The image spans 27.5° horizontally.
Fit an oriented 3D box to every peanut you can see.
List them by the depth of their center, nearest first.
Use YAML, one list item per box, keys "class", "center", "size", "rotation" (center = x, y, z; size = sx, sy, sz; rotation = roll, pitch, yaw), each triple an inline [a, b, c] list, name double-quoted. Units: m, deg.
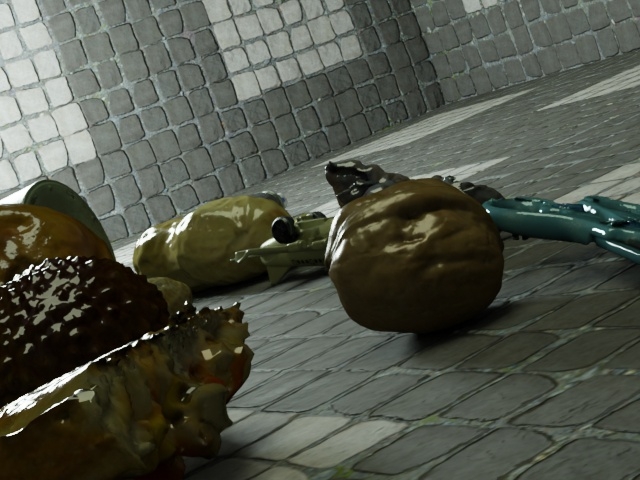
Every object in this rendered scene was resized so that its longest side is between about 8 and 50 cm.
- class: "peanut"
  center: [-0.234, 0.095, 1.742]
  size: [0.080, 0.080, 0.174]
  rotation: [-16, 7, 31]
- class: "peanut"
  center: [-0.172, 0.007, 1.996]
  size: [0.319, 0.147, 0.147]
  rotation: [-11, 12, 41]

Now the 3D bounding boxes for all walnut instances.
- class: "walnut"
  center: [0.087, 0.018, 1.195]
  size: [0.166, 0.149, 0.166]
  rotation: [-2, 35, 1]

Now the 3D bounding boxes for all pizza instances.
- class: "pizza"
  center: [-0.158, 0.149, 0.945]
  size: [0.440, 0.130, 0.406]
  rotation: [-28, -1, 43]

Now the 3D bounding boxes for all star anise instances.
- class: "star anise"
  center: [0.112, -0.043, 1.540]
  size: [0.236, 0.093, 0.229]
  rotation: [16, 11, 29]

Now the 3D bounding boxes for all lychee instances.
- class: "lychee"
  center: [-0.233, 0.105, 1.224]
  size: [0.200, 0.200, 0.238]
  rotation: [-18, 30, 23]

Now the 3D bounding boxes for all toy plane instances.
- class: "toy plane"
  center: [0.000, 0.000, 1.772]
  size: [0.244, 0.092, 0.229]
  rotation: [-19, -7, 39]

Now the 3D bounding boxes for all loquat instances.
- class: "loquat"
  center: [-0.355, 0.089, 1.451]
  size: [0.276, 0.276, 0.284]
  rotation: [-24, 5, -23]

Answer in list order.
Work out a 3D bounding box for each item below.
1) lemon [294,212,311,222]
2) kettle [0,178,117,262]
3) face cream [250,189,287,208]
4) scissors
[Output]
- class: "lemon"
  center: [-0.019, -0.009, 1.998]
  size: [0.083, 0.062, 0.062]
  rotation: [-34, 8, -1]
- class: "kettle"
  center: [-0.533, 0.118, 1.971]
  size: [0.377, 0.250, 0.361]
  rotation: [-21, 32, 19]
- class: "face cream"
  center: [-0.162, -0.034, 2.545]
  size: [0.073, 0.073, 0.283]
  rotation: [-14, 9, 41]
- class: "scissors"
  center: [0.258, -0.006, 1.140]
  size: [0.180, 0.032, 0.393]
  rotation: [-1, 9, -8]
